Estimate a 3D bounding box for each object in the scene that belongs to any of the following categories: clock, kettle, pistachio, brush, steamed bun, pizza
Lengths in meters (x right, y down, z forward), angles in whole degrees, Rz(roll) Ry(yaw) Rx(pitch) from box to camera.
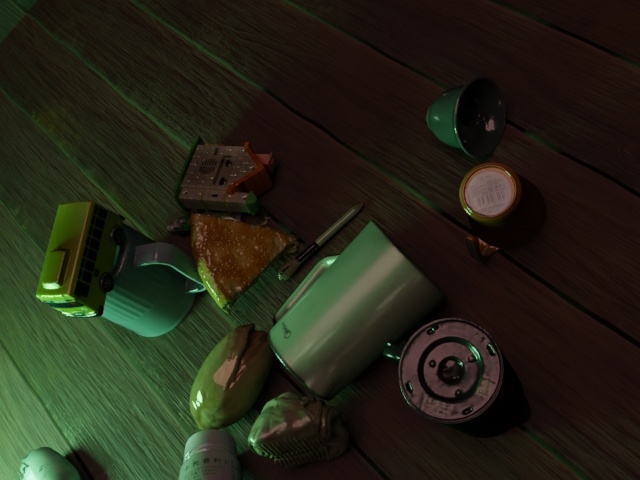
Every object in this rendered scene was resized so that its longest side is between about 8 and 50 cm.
[{"bbox_3d":[-0.264,-0.180,2.103,0.255,0.106,0.220,6,60,20],"label":"clock"},{"bbox_3d":[0.058,0.146,1.751,0.377,0.250,0.361,-45,36,5],"label":"kettle"},{"bbox_3d":[-0.223,0.345,1.827,0.162,0.181,0.293,29,84,-5],"label":"pistachio"},{"bbox_3d":[0.000,0.000,1.941,0.299,0.042,0.039,-43,22,2],"label":"brush"},{"bbox_3d":[0.275,0.302,1.509,0.262,0.308,0.203,-12,64,20],"label":"kettle"},{"bbox_3d":[-0.053,0.423,1.679,0.218,0.211,0.144,-17,52,8],"label":"steamed bun"},{"bbox_3d":[-0.191,0.043,1.951,0.287,0.075,0.280,-9,76,-17],"label":"pizza"}]

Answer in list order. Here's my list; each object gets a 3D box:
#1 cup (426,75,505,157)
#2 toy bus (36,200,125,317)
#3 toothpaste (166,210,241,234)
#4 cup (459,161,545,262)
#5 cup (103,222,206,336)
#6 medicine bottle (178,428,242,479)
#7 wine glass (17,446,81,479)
[{"bbox_3d":[0.349,-0.312,1.845,0.150,0.199,0.199,12,73,49],"label":"cup"},{"bbox_3d":[-0.582,0.045,1.767,0.128,0.150,0.262,-3,67,26],"label":"toy bus"},{"bbox_3d":[-0.339,-0.060,2.133,0.248,0.047,0.078,-12,57,19],"label":"toothpaste"},{"bbox_3d":[0.395,-0.064,1.656,0.182,0.264,0.226,26,92,25],"label":"cup"},{"bbox_3d":[-0.505,0.110,1.975,0.331,0.311,0.257,22,79,32],"label":"cup"},{"bbox_3d":[-0.255,0.573,1.694,0.152,0.152,0.254,-32,31,10],"label":"medicine bottle"},{"bbox_3d":[-0.663,0.672,1.906,0.321,0.143,0.143,31,84,36],"label":"wine glass"}]
